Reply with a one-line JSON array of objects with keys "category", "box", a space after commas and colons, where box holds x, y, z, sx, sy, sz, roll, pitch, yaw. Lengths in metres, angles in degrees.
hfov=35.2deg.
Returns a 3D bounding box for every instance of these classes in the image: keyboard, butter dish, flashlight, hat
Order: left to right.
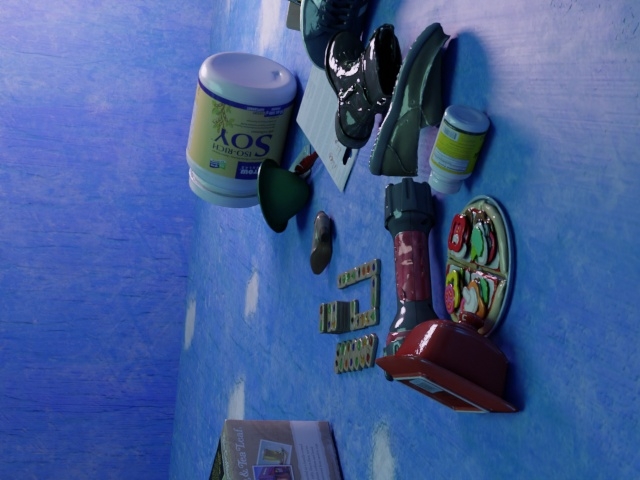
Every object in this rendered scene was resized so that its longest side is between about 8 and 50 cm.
[{"category": "keyboard", "box": [-0.061, -0.145, 2.392, 0.256, 0.014, 0.072, 131, 135, -65]}, {"category": "hat", "box": [-0.029, -0.114, 2.257, 0.208, 0.184, 0.172, 13, -110, -70]}, {"category": "flashlight", "box": [0.137, 0.056, 1.488, 0.103, 0.103, 0.304, -23, 59, 43]}, {"category": "butter dish", "box": [0.175, 0.147, 1.298, 0.118, 0.160, 0.160, -65, 11, -15]}]

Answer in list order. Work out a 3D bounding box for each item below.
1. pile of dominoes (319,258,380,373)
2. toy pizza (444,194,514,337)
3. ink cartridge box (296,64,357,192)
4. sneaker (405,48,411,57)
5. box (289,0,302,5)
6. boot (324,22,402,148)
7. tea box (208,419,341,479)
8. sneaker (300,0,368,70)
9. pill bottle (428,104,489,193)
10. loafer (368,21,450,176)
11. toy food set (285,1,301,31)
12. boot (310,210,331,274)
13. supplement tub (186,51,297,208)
[{"category": "pile of dominoes", "box": [0.050, 0.145, 1.871, 0.251, 0.040, 0.195, 149, 124, -71]}, {"category": "toy pizza", "box": [0.205, 0.038, 1.370, 0.201, 0.032, 0.201, -176, 90, -74]}, {"category": "ink cartridge box", "box": [0.037, -0.242, 2.036, 0.232, 0.066, 0.189, 56, 143, 32]}, {"category": "sneaker", "box": [0.151, -0.272, 1.631, 0.057, 0.047, 0.119, -90, 13, -59]}, {"category": "box", "box": [-0.027, -0.572, 1.949, 0.232, 0.058, 0.087, 104, -169, -54]}, {"category": "boot", "box": [0.086, -0.307, 1.767, 0.229, 0.091, 0.262, 123, 144, -62]}, {"category": "tea box", "box": [-0.093, 0.569, 1.933, 0.329, 0.220, 0.323, -104, 23, -47]}, {"category": "sneaker", "box": [0.045, -0.482, 1.881, 0.148, 0.131, 0.350, -116, 33, -68]}, {"category": "pill bottle", "box": [0.189, -0.125, 1.408, 0.065, 0.065, 0.116, -106, 26, -51]}, {"category": "loafer", "box": [0.153, -0.210, 1.555, 0.094, 0.087, 0.251, -46, -24, -75]}, {"category": "toy food set", "box": [-0.016, -0.516, 2.175, 0.306, 0.092, 0.219, -112, 31, -58]}, {"category": "boot", "box": [0.000, 0.000, 2.095, 0.087, 0.042, 0.118, -100, 22, -59]}, {"category": "supplement tub", "box": [-0.202, -0.272, 2.495, 0.241, 0.241, 0.331, -109, 27, -54]}]
